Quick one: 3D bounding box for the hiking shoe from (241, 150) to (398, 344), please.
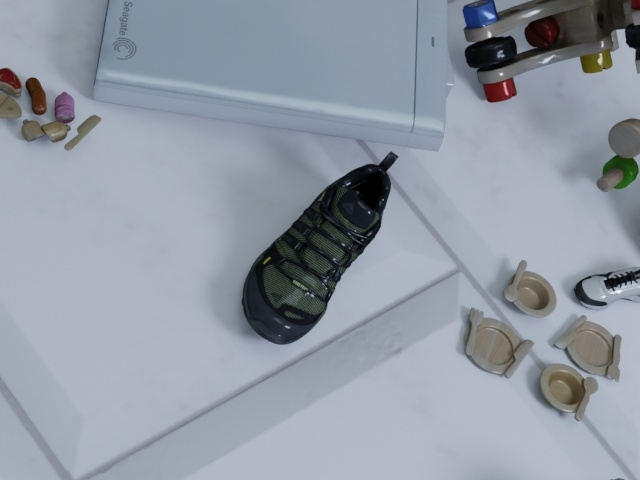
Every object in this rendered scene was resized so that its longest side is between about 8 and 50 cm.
[{"bbox_3d":[0.000,0.000,1.607,0.086,0.114,0.227,32,50,-1],"label":"hiking shoe"}]

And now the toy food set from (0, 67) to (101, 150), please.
[{"bbox_3d":[-0.280,-0.129,1.632,0.122,0.019,0.078,32,49,9],"label":"toy food set"}]

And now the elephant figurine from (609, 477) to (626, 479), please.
[{"bbox_3d":[0.276,0.300,1.496,0.239,0.186,0.169,16,85,-14],"label":"elephant figurine"}]

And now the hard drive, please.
[{"bbox_3d":[-0.045,-0.218,1.738,0.353,0.047,0.233,8,55,-6],"label":"hard drive"}]

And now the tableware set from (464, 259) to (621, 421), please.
[{"bbox_3d":[0.229,0.105,1.703,0.169,0.020,0.141,35,50,1],"label":"tableware set"}]

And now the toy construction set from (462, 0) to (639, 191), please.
[{"bbox_3d":[0.337,-0.217,1.866,0.309,0.257,0.237,57,39,0],"label":"toy construction set"}]

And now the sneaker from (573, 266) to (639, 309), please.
[{"bbox_3d":[0.317,0.045,1.771,0.109,0.043,0.040,-9,64,-28],"label":"sneaker"}]

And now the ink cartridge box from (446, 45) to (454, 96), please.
[{"bbox_3d":[0.078,-0.197,1.822,0.122,0.052,0.088,8,54,-21],"label":"ink cartridge box"}]
